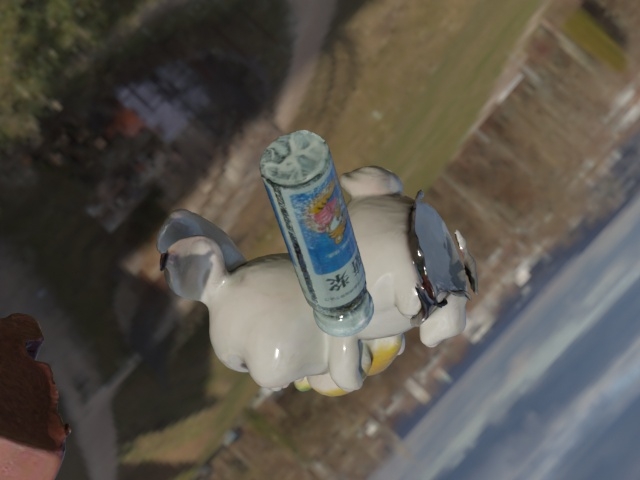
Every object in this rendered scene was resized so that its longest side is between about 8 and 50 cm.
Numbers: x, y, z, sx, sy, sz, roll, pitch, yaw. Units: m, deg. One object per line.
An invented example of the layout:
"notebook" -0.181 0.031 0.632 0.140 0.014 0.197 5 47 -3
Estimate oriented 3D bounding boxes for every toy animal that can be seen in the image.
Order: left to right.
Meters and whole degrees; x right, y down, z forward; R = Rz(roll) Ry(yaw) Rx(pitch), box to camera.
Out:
"toy animal" -0.007 0.055 1.552 0.310 0.247 0.183 -16 -162 22

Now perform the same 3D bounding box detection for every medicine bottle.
"medicine bottle" 0.000 0.000 1.055 0.051 0.051 0.191 -45 148 -18

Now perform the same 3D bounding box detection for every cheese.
"cheese" -0.311 0.132 1.173 0.128 0.177 0.203 -61 -151 20
